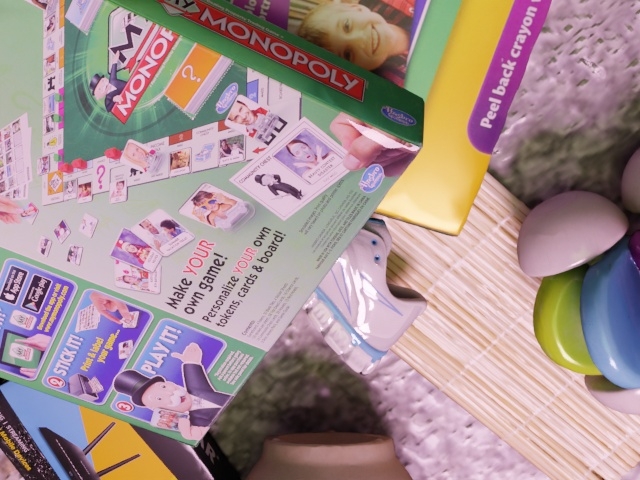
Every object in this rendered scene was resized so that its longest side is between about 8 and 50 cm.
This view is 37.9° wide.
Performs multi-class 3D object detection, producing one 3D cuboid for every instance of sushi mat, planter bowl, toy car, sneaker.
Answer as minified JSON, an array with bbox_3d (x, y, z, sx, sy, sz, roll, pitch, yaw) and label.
[{"bbox_3d":[0.142,0.065,0.687,0.316,0.019,0.151,39,107,-11],"label":"sushi mat"},{"bbox_3d":[0.007,0.198,0.683,0.162,0.162,0.109,0,84,3],"label":"planter bowl"},{"bbox_3d":[0.227,0.029,0.594,0.182,0.136,0.159,-29,102,2],"label":"toy car"},{"bbox_3d":[0.000,0.000,0.630,0.083,0.071,0.191,-40,111,8],"label":"sneaker"}]

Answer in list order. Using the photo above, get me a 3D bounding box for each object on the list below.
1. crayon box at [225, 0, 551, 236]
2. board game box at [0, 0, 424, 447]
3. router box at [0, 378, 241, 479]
[{"bbox_3d":[-0.011,-0.221,0.526,0.313,0.106,0.363,17,107,-7],"label":"crayon box"},{"bbox_3d":[-0.110,-0.004,0.546,0.213,0.046,0.317,24,132,-14],"label":"board game box"},{"bbox_3d":[-0.164,0.158,0.723,0.133,0.046,0.179,-28,107,12],"label":"router box"}]
